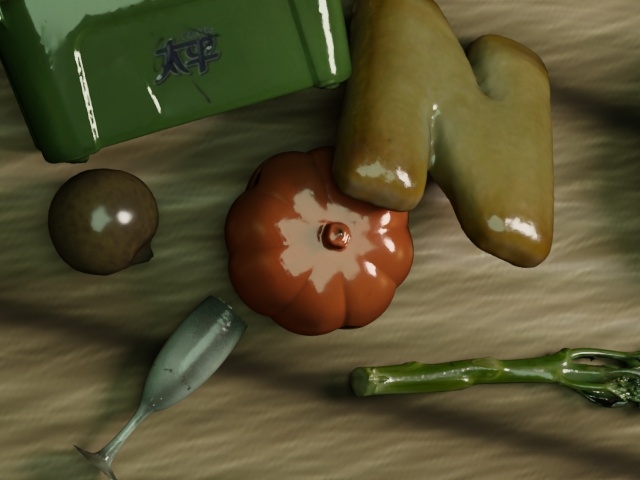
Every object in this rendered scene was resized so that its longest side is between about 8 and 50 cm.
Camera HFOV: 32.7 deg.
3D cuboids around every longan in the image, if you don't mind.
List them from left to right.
[{"bbox_3d":[-0.204,-0.016,1.042,0.113,0.092,0.113,4,83,-38],"label":"longan"}]

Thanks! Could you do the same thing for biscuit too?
[{"bbox_3d":[0.129,-0.124,1.071,0.237,0.062,0.291,24,50,-16],"label":"biscuit"}]

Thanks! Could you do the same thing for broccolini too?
[{"bbox_3d":[0.228,0.154,1.145,0.392,0.074,0.079,-2,81,-15],"label":"broccolini"}]

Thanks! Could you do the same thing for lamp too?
[{"bbox_3d":[0.000,0.000,1.052,0.187,0.164,0.188,1,87,-11],"label":"lamp"}]

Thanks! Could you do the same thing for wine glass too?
[{"bbox_3d":[-0.153,0.142,1.063,0.066,0.066,0.198,42,77,-9],"label":"wine glass"}]

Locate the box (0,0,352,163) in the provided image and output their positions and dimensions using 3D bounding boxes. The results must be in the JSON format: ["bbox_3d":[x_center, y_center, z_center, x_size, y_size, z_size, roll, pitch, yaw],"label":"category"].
[{"bbox_3d":[-0.142,-0.188,0.995,0.328,0.253,0.178,-16,104,-13],"label":"box"}]
